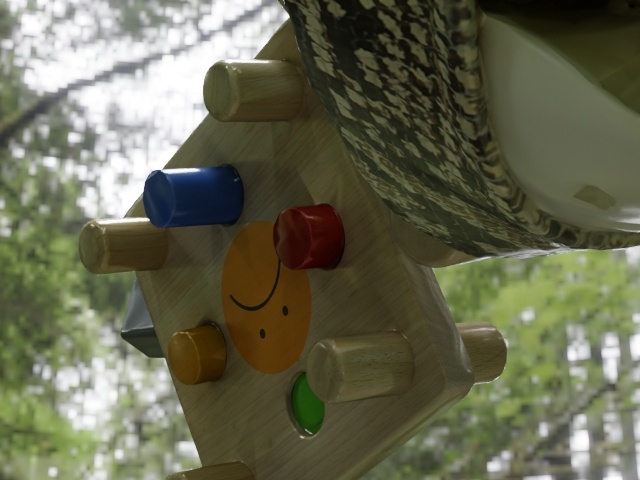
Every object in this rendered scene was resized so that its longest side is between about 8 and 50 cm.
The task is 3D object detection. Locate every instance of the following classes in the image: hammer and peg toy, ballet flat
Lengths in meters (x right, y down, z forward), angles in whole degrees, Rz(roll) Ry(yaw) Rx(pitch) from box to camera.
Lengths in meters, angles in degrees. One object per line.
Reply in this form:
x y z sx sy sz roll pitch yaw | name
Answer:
0.000 0.000 1.015 0.127 0.266 0.361 -4 -28 -37 | hammer and peg toy
0.068 -0.117 0.339 0.164 0.182 0.482 -29 -41 -12 | ballet flat

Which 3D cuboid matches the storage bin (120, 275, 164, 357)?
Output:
-0.151 0.058 1.757 0.091 0.135 0.098 -10 -35 34 | storage bin
